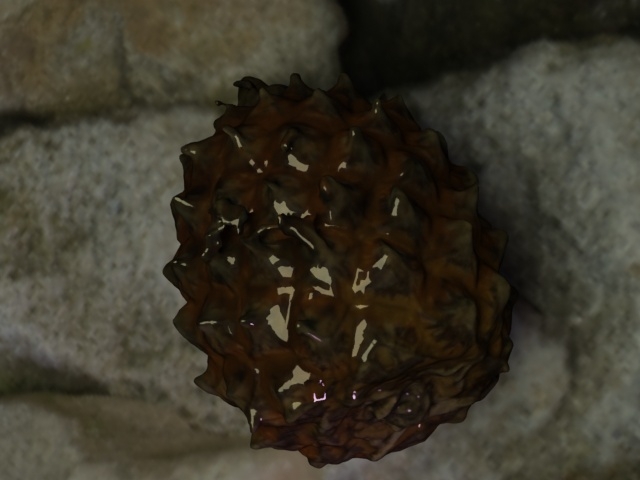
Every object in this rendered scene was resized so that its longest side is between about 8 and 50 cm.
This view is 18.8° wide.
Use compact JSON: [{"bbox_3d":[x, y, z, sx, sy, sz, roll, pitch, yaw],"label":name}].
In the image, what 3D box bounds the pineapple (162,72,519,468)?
[{"bbox_3d":[0.000,0.000,0.882,0.166,0.166,0.193,-36,59,19],"label":"pineapple"}]
